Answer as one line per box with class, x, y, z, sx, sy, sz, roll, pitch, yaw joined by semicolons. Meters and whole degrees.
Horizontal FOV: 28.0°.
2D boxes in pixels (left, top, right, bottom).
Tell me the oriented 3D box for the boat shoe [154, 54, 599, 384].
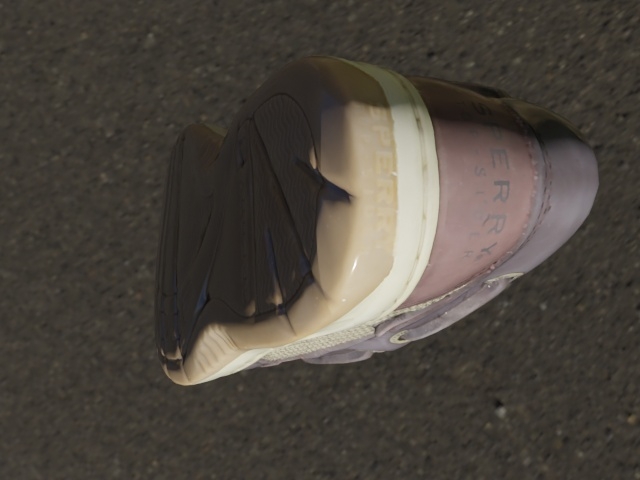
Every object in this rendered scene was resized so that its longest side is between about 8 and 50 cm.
boat shoe;0.000;0.000;0.459;0.285;0.092;0.103;156;116;-71
